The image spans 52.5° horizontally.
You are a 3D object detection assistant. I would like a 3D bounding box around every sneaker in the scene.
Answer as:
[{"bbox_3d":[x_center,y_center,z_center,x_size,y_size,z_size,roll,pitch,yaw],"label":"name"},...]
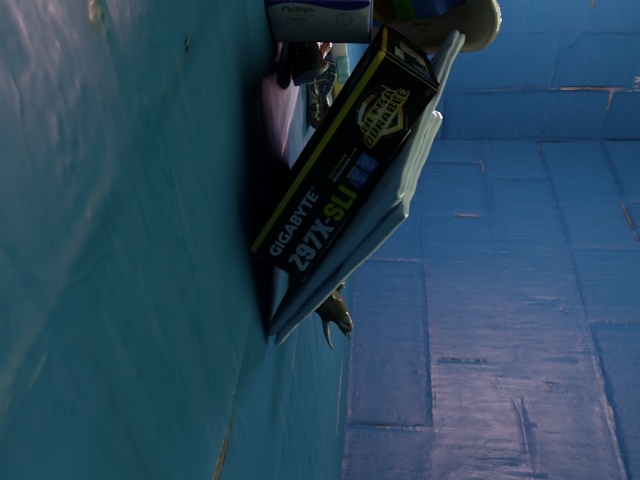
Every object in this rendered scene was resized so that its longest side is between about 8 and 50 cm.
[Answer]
[{"bbox_3d":[-0.003,-0.270,1.187,0.058,0.052,0.135,-124,-138,-83],"label":"sneaker"},{"bbox_3d":[-0.025,-0.286,0.972,0.064,0.061,0.157,55,24,-30],"label":"sneaker"}]

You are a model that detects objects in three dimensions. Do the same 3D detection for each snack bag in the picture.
[{"bbox_3d":[0.060,-0.064,0.815,0.323,0.037,0.342,-51,-170,47],"label":"snack bag"}]

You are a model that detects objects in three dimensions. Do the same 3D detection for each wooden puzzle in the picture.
[{"bbox_3d":[0.075,-0.414,0.879,0.322,0.081,0.347,28,-36,63],"label":"wooden puzzle"}]

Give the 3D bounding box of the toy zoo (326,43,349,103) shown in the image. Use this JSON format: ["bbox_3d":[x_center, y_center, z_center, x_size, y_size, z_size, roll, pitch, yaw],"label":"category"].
[{"bbox_3d":[0.028,-0.386,1.282,0.293,0.030,0.192,-96,-179,-47],"label":"toy zoo"}]

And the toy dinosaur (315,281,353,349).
[{"bbox_3d":[0.000,0.000,1.055,0.160,0.121,0.313,103,-9,-48],"label":"toy dinosaur"}]

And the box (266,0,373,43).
[{"bbox_3d":[0.004,-0.321,0.814,0.072,0.126,0.137,84,10,-62],"label":"box"}]

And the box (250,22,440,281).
[{"bbox_3d":[0.035,-0.128,0.804,0.257,0.079,0.322,-53,-172,22],"label":"box"}]
